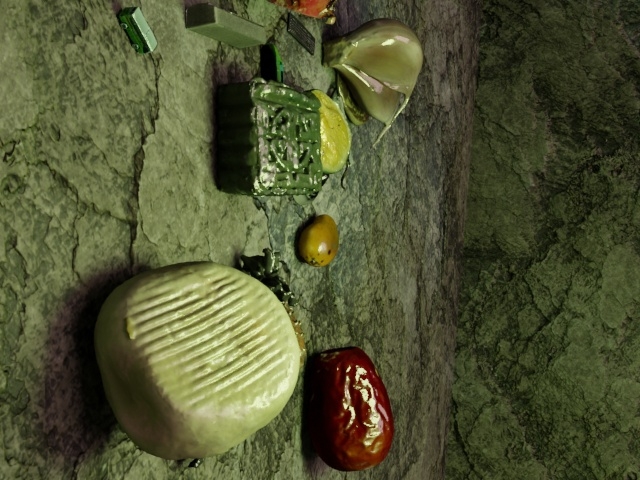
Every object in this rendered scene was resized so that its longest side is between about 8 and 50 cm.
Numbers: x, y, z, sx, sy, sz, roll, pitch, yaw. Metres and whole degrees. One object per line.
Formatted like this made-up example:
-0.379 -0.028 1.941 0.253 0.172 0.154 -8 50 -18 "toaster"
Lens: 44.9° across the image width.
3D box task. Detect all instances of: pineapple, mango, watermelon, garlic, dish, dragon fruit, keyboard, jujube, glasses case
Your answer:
-0.118 0.151 1.600 0.310 0.141 0.170 -103 -152 -45 "pineapple"
0.001 0.004 2.012 0.178 0.090 0.115 -54 131 -65 "mango"
-0.019 -0.256 1.899 0.232 0.127 0.204 42 49 -46 "watermelon"
0.186 -0.469 2.175 0.340 0.232 0.245 59 43 -31 "garlic"
-0.015 -0.160 1.977 0.141 0.078 0.141 1 90 -66 "dish"
-0.048 -0.575 1.747 0.282 0.211 0.147 -67 166 -75 "dragon fruit"
-0.047 -0.526 1.978 0.155 0.010 0.053 25 67 -64 "keyboard"
0.072 0.443 2.033 0.223 0.223 0.317 -8 89 -66 "jujube"
-0.191 -0.439 1.585 0.205 0.071 0.047 -4 91 -65 "glasses case"

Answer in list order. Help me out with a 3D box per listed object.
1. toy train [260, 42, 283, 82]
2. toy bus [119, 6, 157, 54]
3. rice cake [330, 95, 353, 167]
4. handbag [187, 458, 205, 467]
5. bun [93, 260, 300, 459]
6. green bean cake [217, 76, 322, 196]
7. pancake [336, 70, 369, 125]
-0.108 -0.350 1.803 0.042 0.044 0.209 -15 104 -65 "toy train"
-0.316 -0.364 1.344 0.083 0.037 0.031 66 35 -45 "toy bus"
0.056 -0.303 2.178 0.034 0.043 0.210 -58 142 -61 "rice cake"
-0.236 0.261 1.511 0.191 0.075 0.332 60 35 -54 "handbag"
-0.220 0.200 1.322 0.361 0.213 0.361 19 51 -26 "bun"
-0.104 -0.218 1.672 0.241 0.132 0.254 2 89 -50 "green bean cake"
0.106 -0.464 2.299 0.250 0.031 0.250 0 90 -66 "pancake"
